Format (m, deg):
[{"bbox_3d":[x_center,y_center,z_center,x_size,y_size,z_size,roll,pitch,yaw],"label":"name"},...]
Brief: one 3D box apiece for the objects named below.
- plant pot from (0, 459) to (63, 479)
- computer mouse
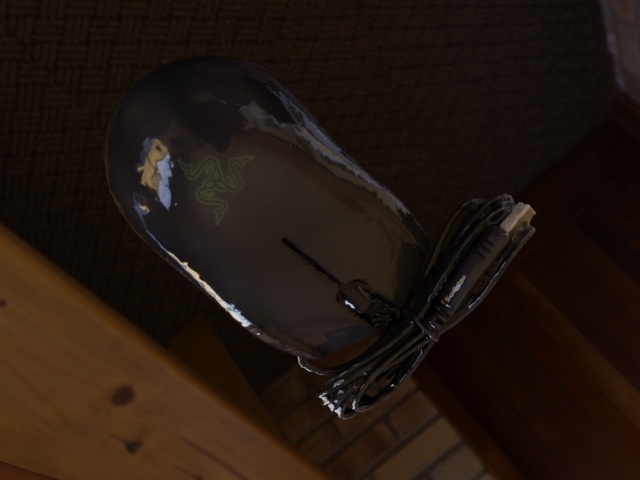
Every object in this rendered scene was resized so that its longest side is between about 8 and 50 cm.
[{"bbox_3d":[-0.203,0.237,0.539,0.203,0.291,0.291,5,133,-6],"label":"plant pot"},{"bbox_3d":[0.000,0.000,0.579,0.272,0.072,0.188,36,100,-32],"label":"computer mouse"}]
